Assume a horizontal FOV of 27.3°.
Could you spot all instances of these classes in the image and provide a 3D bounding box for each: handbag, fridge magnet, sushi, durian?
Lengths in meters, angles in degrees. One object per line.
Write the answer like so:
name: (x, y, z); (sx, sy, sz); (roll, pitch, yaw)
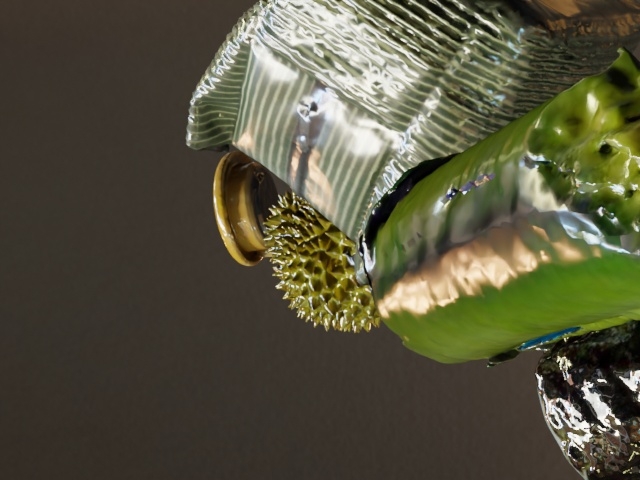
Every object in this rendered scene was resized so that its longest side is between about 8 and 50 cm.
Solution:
handbag: (0.070, -0.127, 0.995); (0.247, 0.240, 0.340); (37, -154, 15)
fridge magnet: (-0.089, -0.040, 1.606); (0.063, 0.143, 0.143); (-7, -142, 19)
sushi: (0.246, 0.088, 0.923); (0.127, 0.124, 0.225); (-31, 174, 31)
durian: (0.000, 0.000, 1.260); (0.102, 0.208, 0.146); (-24, -168, -31)

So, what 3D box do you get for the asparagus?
asparagus: (0.130, -0.014, 0.635); (0.108, 0.129, 0.382); (-18, 176, -20)
